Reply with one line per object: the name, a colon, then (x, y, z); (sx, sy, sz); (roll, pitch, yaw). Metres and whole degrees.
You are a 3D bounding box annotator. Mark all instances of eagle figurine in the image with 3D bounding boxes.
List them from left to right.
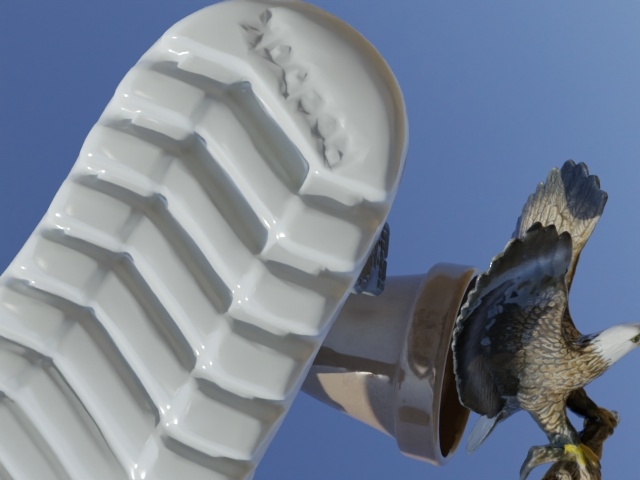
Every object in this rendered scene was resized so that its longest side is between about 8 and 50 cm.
eagle figurine: (0.227, 0.095, 0.899); (0.225, 0.226, 0.298); (-28, -76, -11)

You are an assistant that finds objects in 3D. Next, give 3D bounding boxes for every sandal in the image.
sandal: (-0.101, 0.083, 0.415); (0.169, 0.416, 0.102); (41, -173, 1)

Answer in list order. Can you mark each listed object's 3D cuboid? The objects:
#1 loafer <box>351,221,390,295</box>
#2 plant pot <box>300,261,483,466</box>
loafer: (0.000, 0.000, 0.715); (0.251, 0.088, 0.094); (54, -139, -72)
plant pot: (0.081, 0.145, 1.185); (0.263, 0.229, 0.262); (9, -90, -70)
